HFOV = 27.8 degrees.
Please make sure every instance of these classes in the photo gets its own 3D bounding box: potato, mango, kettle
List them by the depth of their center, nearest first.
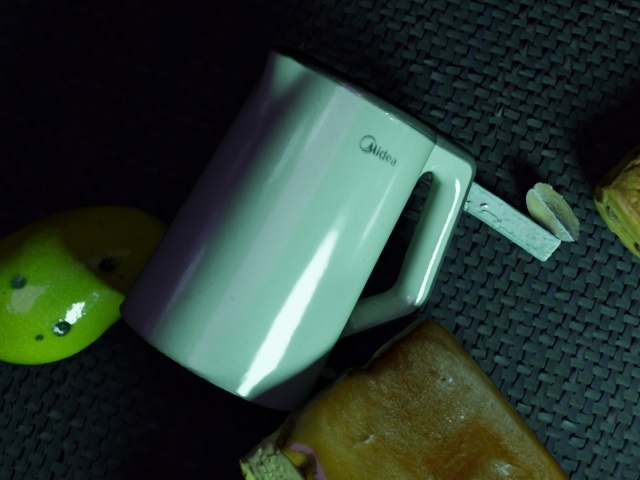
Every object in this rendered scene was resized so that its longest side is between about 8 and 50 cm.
[{"bbox_3d":[0.000,0.000,1.561,0.361,0.250,0.376,26,96,-30],"label":"kettle"},{"bbox_3d":[-0.312,0.050,1.628,0.293,0.143,0.175,-23,89,-12],"label":"mango"},{"bbox_3d":[0.299,-0.037,1.683,0.093,0.036,0.037,49,48,-10],"label":"potato"}]

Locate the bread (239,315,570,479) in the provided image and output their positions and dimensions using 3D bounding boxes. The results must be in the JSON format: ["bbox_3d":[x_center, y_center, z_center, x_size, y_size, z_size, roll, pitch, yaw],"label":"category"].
[{"bbox_3d":[0.119,0.295,1.509,0.333,0.143,0.324,51,44,6],"label":"bread"}]

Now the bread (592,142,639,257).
[{"bbox_3d":[0.486,-0.038,1.648,0.210,0.099,0.235,-40,77,-7],"label":"bread"}]

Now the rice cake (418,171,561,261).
[{"bbox_3d":[0.200,-0.053,1.677,0.245,0.045,0.042,33,92,4],"label":"rice cake"}]
